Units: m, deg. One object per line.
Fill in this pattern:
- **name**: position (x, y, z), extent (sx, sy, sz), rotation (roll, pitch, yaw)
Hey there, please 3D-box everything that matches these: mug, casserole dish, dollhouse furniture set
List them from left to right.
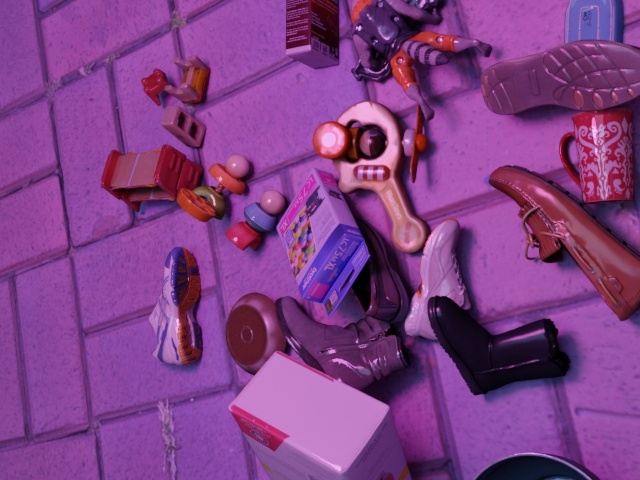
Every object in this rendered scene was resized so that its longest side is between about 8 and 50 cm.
- **dollhouse furniture set**: position (-0.401, -0.274, 2.169), extent (0.201, 0.152, 0.373), rotation (0, 67, 32)
- **casserole dish**: position (0.535, -0.413, 1.654), extent (0.114, 0.037, 0.188), rotation (1, 84, 31)
- **mug**: position (0.537, -0.155, 1.600), extent (0.113, 0.150, 0.169), rotation (-3, 86, -6)

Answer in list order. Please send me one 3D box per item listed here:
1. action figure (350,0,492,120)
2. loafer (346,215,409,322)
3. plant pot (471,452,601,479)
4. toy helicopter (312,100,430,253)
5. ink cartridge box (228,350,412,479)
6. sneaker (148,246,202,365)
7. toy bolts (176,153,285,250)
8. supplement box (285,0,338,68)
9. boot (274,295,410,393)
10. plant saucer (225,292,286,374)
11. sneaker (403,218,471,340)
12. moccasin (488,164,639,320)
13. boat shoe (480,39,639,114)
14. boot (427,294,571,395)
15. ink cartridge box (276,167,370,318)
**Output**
- **action figure**: position (0.200, -0.463, 1.783), extent (0.330, 0.179, 0.341), rotation (42, 103, 27)
- **loafer**: position (0.087, 0.051, 1.795), extent (0.109, 0.095, 0.302), rotation (-61, 41, 32)
- **plant pot**: position (0.420, 0.524, 1.522), extent (0.293, 0.196, 0.292), rotation (-4, 83, 30)
- **toy helicopter**: position (0.155, -0.143, 1.825), extent (0.235, 0.140, 0.354), rotation (-27, 82, 17)
- **ink cartridge box**: position (0.018, 0.431, 1.668), extent (0.279, 0.384, 0.160), rotation (21, 57, 32)
- **sneaker**: position (-0.380, 0.165, 2.102), extent (0.131, 0.112, 0.296), rotation (-6, 80, 31)
- **toy bolts**: position (-0.201, -0.100, 1.986), extent (0.228, 0.218, 0.158), rotation (41, 100, 9)
- **supplement box**: position (-0.018, -0.535, 1.950), extent (0.073, 0.130, 0.239), rotation (-4, 83, 31)
- **boot**: position (0.051, 0.206, 1.843), extent (0.223, 0.118, 0.338), rotation (-36, 52, 3)
- **plant saucer**: position (-0.165, 0.223, 1.987), extent (0.199, 0.036, 0.198), rotation (1, 91, 42)
- **sneaker**: position (0.266, 0.088, 1.736), extent (0.121, 0.099, 0.262), rotation (18, 101, 24)
- **moccasin**: position (0.463, -0.002, 1.602), extent (0.380, 0.139, 0.147), rotation (45, 99, 17)
- **boat shoe**: position (0.477, -0.320, 1.592), extent (0.356, 0.130, 0.132), rotation (6, 115, 45)
- **boot**: position (0.347, 0.182, 1.622), extent (0.207, 0.094, 0.246), rotation (-23, 109, 28)
- **ink cartridge box**: position (0.000, 0.000, 1.827), extent (0.185, 0.065, 0.311), rotation (-57, 35, 26)
